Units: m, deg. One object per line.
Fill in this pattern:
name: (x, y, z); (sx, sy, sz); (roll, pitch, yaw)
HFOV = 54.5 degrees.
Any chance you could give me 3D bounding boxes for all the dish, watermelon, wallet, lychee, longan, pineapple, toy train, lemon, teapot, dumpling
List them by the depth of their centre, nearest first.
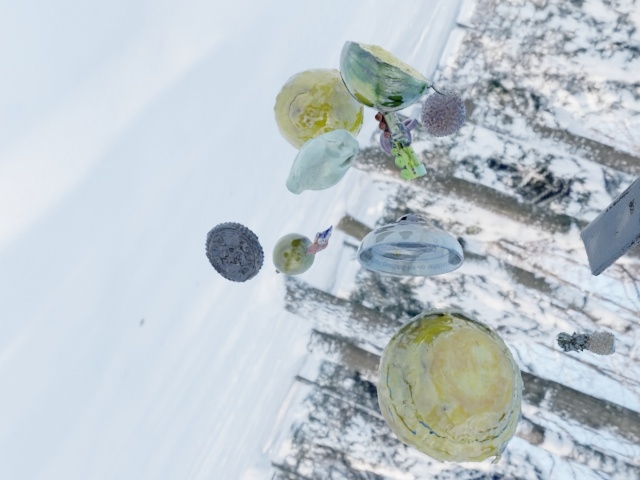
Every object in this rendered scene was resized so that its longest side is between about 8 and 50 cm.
watermelon: (0.136, -0.348, 1.362); (0.232, 0.204, 0.127); (12, 113, -39)
dumpling: (-0.007, -0.202, 1.528); (0.219, 0.152, 0.108); (-30, 164, 18)
dish: (0.233, -0.006, 1.621); (0.273, 0.273, 0.133); (92, 1, -70)
wallet: (0.843, -0.050, 1.713); (0.321, 0.044, 0.170); (118, -23, -48)
pineapple: (0.770, 0.297, 1.807); (0.074, 0.159, 0.074); (6, 83, -56)
lemon: (0.005, -0.388, 1.888); (0.316, 0.285, 0.285); (16, 96, -47)
toy train: (0.244, -0.305, 1.924); (0.053, 0.249, 0.085); (-27, -178, -40)
longan: (-0.097, 0.053, 2.108); (0.176, 0.155, 0.145); (-45, -132, 30)
teapot: (0.277, -0.395, 2.273); (0.146, 0.116, 0.148); (-86, -164, -70)
lychee: (0.469, -0.488, 2.366); (0.188, 0.188, 0.188); (21, 90, -83)

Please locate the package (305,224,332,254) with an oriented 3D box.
package: (0.000, -0.001, 1.726); (0.077, 0.033, 0.110); (-42, 167, -33)

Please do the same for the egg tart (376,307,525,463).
egg tart: (0.326, 0.335, 1.467); (0.169, 0.388, 0.387); (118, -3, -62)

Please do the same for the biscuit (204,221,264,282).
biscuit: (-0.248, 0.034, 1.793); (0.053, 0.195, 0.194); (-48, 159, -57)
